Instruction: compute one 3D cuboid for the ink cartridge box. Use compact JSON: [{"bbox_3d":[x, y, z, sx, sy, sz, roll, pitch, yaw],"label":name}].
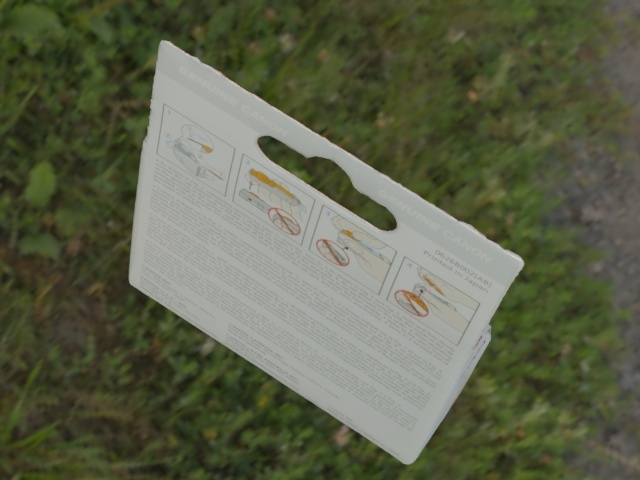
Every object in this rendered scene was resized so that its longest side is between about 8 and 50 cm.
[{"bbox_3d":[0.000,0.000,0.622,0.145,0.179,0.045,32,59,8],"label":"ink cartridge box"}]
